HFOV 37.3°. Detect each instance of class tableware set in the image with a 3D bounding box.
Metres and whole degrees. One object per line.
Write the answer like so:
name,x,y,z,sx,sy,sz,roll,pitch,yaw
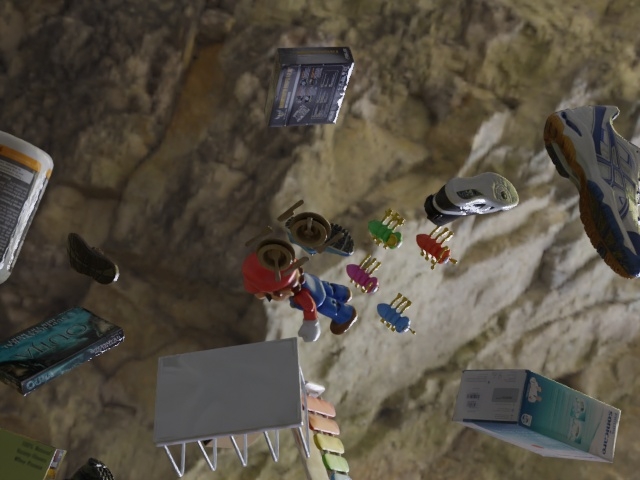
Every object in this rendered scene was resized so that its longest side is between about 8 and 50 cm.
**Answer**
tableware set,-0.060,0.010,1.999,0.128,0.194,0.039,39,-145,-23

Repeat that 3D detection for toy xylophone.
toy xylophone,0.013,0.509,2.365,0.081,0.323,0.236,-28,162,15

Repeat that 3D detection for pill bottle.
pill bottle,-0.529,-0.027,1.445,0.162,0.278,0.162,19,170,3

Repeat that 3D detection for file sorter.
file sorter,-0.162,0.332,1.848,0.277,0.173,0.193,-9,-132,4

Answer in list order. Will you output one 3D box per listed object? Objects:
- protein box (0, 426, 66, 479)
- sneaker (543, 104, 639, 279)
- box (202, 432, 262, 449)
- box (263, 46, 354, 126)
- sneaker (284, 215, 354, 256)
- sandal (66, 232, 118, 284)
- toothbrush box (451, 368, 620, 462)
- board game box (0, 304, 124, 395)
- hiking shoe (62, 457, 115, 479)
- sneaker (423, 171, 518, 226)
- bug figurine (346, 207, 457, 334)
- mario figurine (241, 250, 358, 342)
protein box,-0.679,0.507,2.013,0.199,0.201,0.136,20,164,0
sneaker,0.460,-0.088,1.467,0.131,0.296,0.112,-16,160,-7
box,-0.186,0.461,2.378,0.021,0.164,0.201,49,-171,26
box,-0.032,-0.375,2.330,0.183,0.231,0.056,-5,-123,-15
sneaker,0.000,0.000,2.073,0.162,0.073,0.063,21,-130,18
sandal,-0.578,0.048,2.429,0.219,0.090,0.060,24,-163,35
toothbrush box,0.477,0.386,2.096,0.295,0.126,0.216,24,161,-28
board game box,-0.412,0.163,1.452,0.126,0.026,0.186,19,-146,37
hiking shoe,-0.494,0.600,2.096,0.086,0.114,0.227,41,-165,-55
sneaker,0.292,-0.079,1.914,0.217,0.079,0.121,0,156,-42
bug figurine,0.168,0.068,2.112,0.216,0.279,0.072,34,-158,19
mario figurine,-0.071,0.124,2.257,0.320,0.170,0.198,30,177,-37
